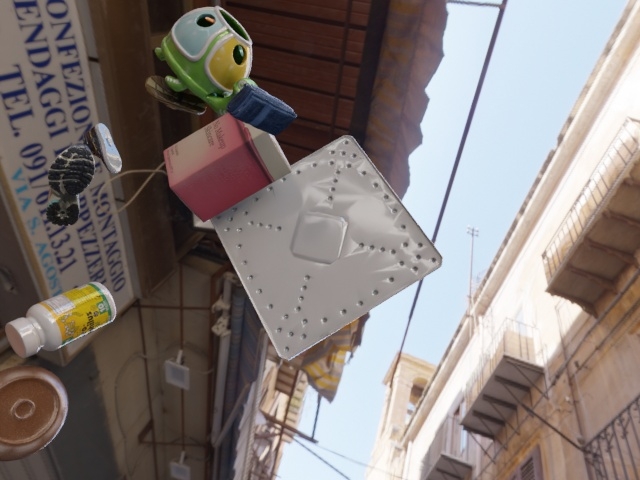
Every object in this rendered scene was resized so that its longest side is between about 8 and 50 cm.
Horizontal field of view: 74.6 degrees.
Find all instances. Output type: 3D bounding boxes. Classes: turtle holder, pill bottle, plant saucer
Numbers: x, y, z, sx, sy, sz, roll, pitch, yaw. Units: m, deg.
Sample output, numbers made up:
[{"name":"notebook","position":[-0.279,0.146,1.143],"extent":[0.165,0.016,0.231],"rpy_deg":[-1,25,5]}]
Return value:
[{"name":"turtle holder","position":[-0.313,-0.517,1.206],"extent":[0.227,0.321,0.243],"rpy_deg":[-39,-46,22]},{"name":"pill bottle","position":[-0.616,0.189,1.005],"extent":[0.117,0.208,0.118],"rpy_deg":[12,-67,29]},{"name":"plant saucer","position":[-0.661,0.376,0.928],"extent":[0.036,0.199,0.199],"rpy_deg":[-24,-70,35]}]

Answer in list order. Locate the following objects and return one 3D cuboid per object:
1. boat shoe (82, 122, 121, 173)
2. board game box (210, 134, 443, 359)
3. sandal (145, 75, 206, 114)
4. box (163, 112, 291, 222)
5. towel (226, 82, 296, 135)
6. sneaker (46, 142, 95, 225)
[{"name":"boat shoe","position":[-0.754,-0.304,1.449],"extent":[0.083,0.065,0.184],"rpy_deg":[-23,-97,17]},{"name":"board game box","position":[0.000,0.000,0.938],"extent":[0.389,0.050,0.390],"rpy_deg":[-31,-113,-3]},{"name":"sandal","position":[-0.426,-0.415,1.233],"extent":[0.180,0.072,0.049],"rpy_deg":[22,-23,-17]},{"name":"box","position":[-0.205,-0.174,0.921],"extent":[0.232,0.149,0.127],"rpy_deg":[-30,-42,3]},{"name":"towel","position":[-0.101,-0.223,0.731],"extent":[0.067,0.119,0.029],"rpy_deg":[-39,-118,26]},{"name":"sneaker","position":[-0.753,-0.183,1.245],"extent":[0.110,0.122,0.283],"rpy_deg":[12,-54,-40]}]
